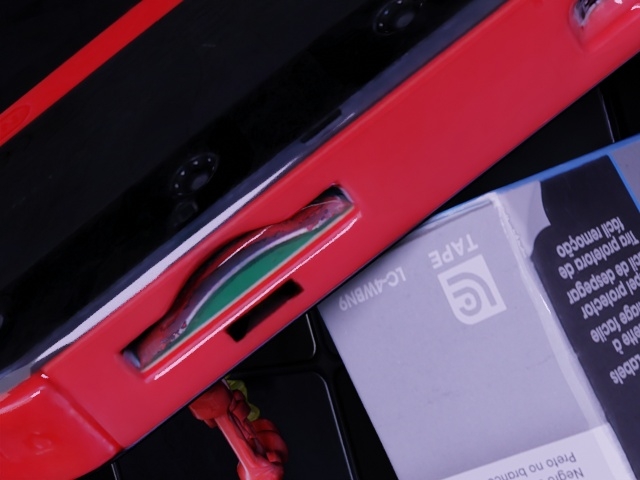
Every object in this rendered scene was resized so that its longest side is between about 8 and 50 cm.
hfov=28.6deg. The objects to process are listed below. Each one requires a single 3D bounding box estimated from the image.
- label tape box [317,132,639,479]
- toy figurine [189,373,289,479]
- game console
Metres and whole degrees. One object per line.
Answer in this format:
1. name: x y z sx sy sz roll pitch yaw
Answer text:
1. label tape box: 0.174 0.126 0.551 0.115 0.249 0.348 -31 83 40
2. toy figurine: 0.000 0.000 0.744 0.191 0.217 0.362 58 175 -7
3. game console: -0.038 -0.098 0.570 0.386 0.060 0.342 -38 36 2
